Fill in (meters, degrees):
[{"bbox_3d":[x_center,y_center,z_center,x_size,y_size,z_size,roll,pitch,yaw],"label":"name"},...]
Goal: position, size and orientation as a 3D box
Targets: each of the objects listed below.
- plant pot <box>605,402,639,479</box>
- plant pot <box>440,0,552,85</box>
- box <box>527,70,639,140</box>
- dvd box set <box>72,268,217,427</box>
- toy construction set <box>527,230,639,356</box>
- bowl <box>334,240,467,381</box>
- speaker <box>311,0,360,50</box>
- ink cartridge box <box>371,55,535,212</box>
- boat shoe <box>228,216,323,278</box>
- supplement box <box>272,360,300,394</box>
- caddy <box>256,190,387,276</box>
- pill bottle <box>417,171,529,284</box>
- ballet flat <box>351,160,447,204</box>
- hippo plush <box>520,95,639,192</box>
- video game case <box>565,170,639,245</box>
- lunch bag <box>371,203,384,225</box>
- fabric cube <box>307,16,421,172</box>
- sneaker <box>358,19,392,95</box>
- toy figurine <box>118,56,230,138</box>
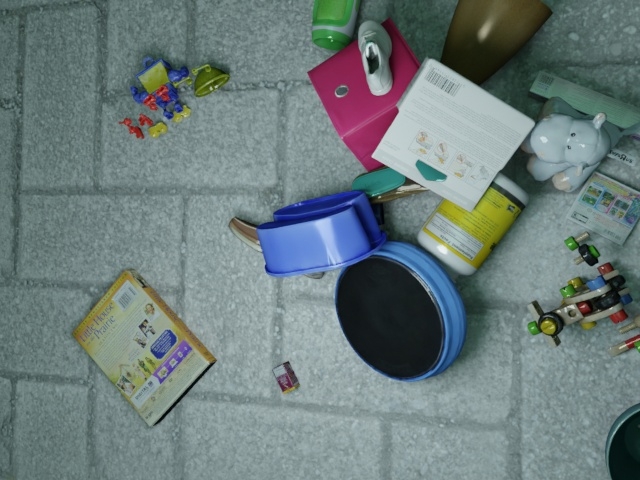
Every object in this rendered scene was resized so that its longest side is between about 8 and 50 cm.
[{"bbox_3d":[0.830,0.511,1.374,0.291,0.195,0.289,0,88,16],"label":"plant pot"},{"bbox_3d":[0.434,-0.546,1.514,0.237,0.237,0.254,37,112,14],"label":"plant pot"},{"bbox_3d":[0.710,-0.353,1.498,0.324,0.063,0.067,26,97,15],"label":"box"},{"bbox_3d":[-0.577,0.345,1.850,0.420,0.062,0.307,44,100,12],"label":"dvd box set"},{"bbox_3d":[0.672,0.194,1.448,0.309,0.257,0.237,45,120,-10],"label":"toy construction set"},{"bbox_3d":[0.197,0.195,1.524,0.391,0.077,0.390,18,118,38],"label":"bowl"},{"bbox_3d":[0.056,-0.717,1.662,0.131,0.131,0.296,11,92,16],"label":"speaker"},{"bbox_3d":[0.309,-0.248,1.360,0.297,0.066,0.261,28,111,-12],"label":"ink cartridge box"},{"bbox_3d":[-0.118,0.000,1.705,0.325,0.123,0.116,27,92,6],"label":"boat shoe"},{"bbox_3d":[-0.103,0.412,1.716,0.043,0.055,0.083,-29,80,14],"label":"supplement box"},{"bbox_3d":[0.000,0.000,1.494,0.342,0.241,0.179,-10,109,25],"label":"caddy"},{"bbox_3d":[0.381,-0.029,1.520,0.188,0.188,0.333,37,99,14],"label":"pill bottle"},{"bbox_3d":[0.253,-0.166,1.535,0.343,0.124,0.116,-18,75,20],"label":"ballet flat"},{"bbox_3d":[0.623,-0.214,1.402,0.294,0.237,0.234,20,115,20],"label":"hippo plush"},{"bbox_3d":[0.755,-0.086,1.502,0.157,0.019,0.143,31,96,15],"label":"video game case"},{"bbox_3d":[0.146,-0.089,1.650,0.065,0.067,0.098,-6,84,15],"label":"lunch bag"},{"bbox_3d":[0.163,-0.371,1.527,0.258,0.259,0.254,-30,63,14],"label":"fabric cube"},{"bbox_3d":[0.128,-0.461,1.374,0.080,0.094,0.212,-17,66,19],"label":"sneaker"},{"bbox_3d":[-0.494,-0.510,1.789,0.363,0.191,0.217,-31,76,12],"label":"toy figurine"}]
